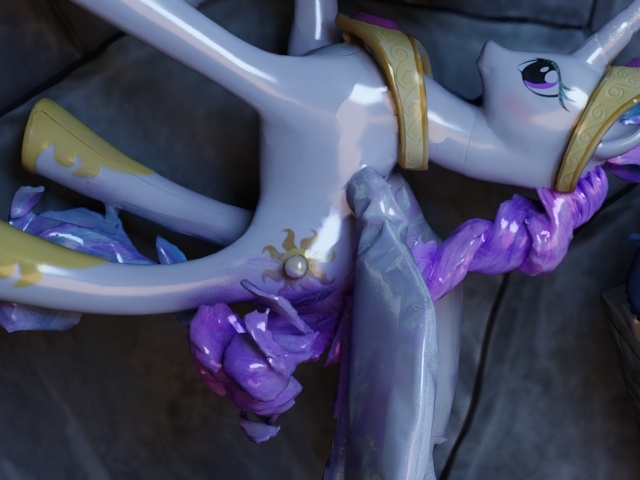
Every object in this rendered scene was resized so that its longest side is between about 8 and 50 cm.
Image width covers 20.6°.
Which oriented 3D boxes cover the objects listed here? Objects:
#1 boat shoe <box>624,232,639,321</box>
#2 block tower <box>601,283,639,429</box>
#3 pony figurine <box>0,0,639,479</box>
[{"bbox_3d":[0.245,-0.006,0.988,0.109,0.258,0.089,55,139,5],"label":"boat shoe"},{"bbox_3d":[0.265,0.168,1.114,0.091,0.097,0.335,-18,111,-1],"label":"block tower"},{"bbox_3d":[0.000,0.000,0.959,0.364,0.303,0.351,14,97,5],"label":"pony figurine"}]
